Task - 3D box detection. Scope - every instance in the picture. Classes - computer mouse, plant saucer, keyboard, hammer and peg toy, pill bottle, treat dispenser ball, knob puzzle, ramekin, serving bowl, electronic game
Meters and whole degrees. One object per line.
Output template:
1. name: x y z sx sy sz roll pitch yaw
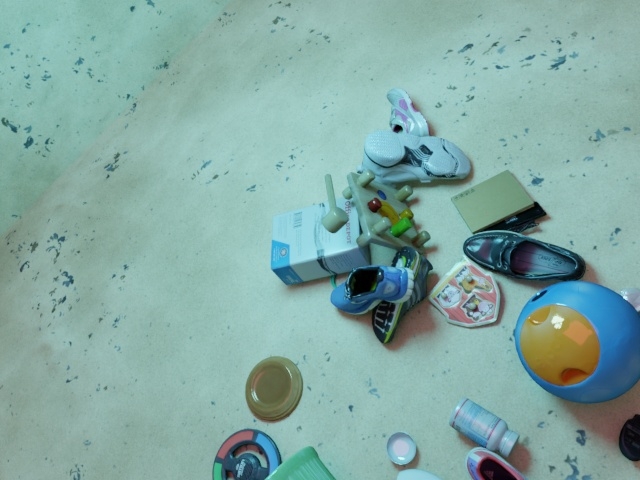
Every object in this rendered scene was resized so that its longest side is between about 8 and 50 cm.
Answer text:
1. computer mouse: 0.785 0.417 1.215 0.071 0.041 0.242 33 74 24
2. plant saucer: -0.153 0.461 1.598 0.200 0.037 0.200 -10 61 19
3. keyboard: 0.585 -0.048 1.544 0.192 0.038 0.100 -23 35 13
4. hammer and peg toy: 0.164 -0.098 1.559 0.127 0.361 0.266 -40 49 36
5. pill bottle: 0.421 0.482 1.305 0.160 0.087 0.087 28 78 32
6. treat dispenser ball: 0.621 0.241 1.221 0.288 0.288 0.288 -10 61 19
7. knob puzzle: 0.432 0.165 1.475 0.213 0.030 0.213 -6 75 24
8. ramekin: -0.077 0.696 1.297 0.148 0.303 0.303 39 84 25
9. serving bowl: 0.222 0.567 1.385 0.083 0.027 0.083 -10 62 19
10. electronic game: -0.220 0.681 1.509 0.229 0.048 0.229 -10 62 19

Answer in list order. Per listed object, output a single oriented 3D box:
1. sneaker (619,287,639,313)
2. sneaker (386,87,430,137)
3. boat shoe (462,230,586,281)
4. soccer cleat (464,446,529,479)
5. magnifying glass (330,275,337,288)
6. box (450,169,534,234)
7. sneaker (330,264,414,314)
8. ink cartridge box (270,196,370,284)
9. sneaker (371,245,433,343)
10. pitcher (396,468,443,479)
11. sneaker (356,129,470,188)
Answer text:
1. sneaker: 0.789 0.172 1.325 0.134 0.051 0.070 -32 55 2
2. sneaker: 0.290 -0.448 1.826 0.111 0.103 0.252 -29 56 6
3. boat shoe: 0.563 0.046 1.435 0.340 0.113 0.127 19 97 27
4. soccer cleat: 0.478 0.612 1.175 0.318 0.116 0.108 39 81 19
5. magnifying glass: 0.122 0.160 1.638 0.231 0.026 0.092 38 84 33
6. box: 0.533 -0.121 1.588 0.201 0.021 0.164 -26 49 9
7. sneaker: 0.120 0.131 1.499 0.330 0.147 0.129 -29 47 52
8. ink cartridge box: 0.000 0.000 1.698 0.307 0.129 0.223 -14 53 17
9. sneaker: 0.253 0.174 1.521 0.111 0.121 0.300 32 100 63
10. pitcher: 0.279 0.673 1.248 0.207 0.125 0.177 12 61 18
11. sneaker: 0.301 -0.249 1.707 0.366 0.210 0.137 10 65 -10
